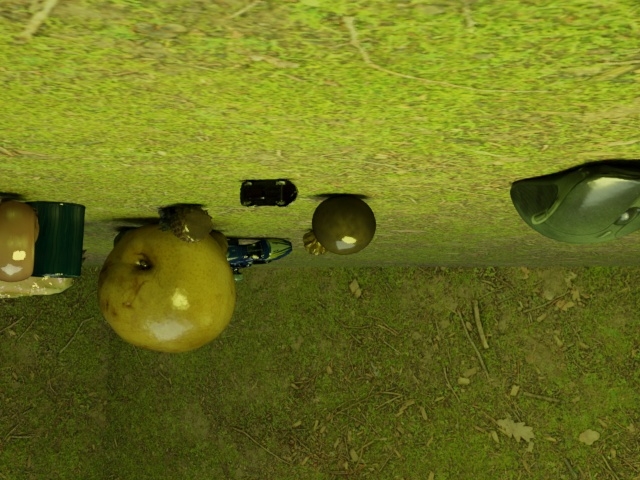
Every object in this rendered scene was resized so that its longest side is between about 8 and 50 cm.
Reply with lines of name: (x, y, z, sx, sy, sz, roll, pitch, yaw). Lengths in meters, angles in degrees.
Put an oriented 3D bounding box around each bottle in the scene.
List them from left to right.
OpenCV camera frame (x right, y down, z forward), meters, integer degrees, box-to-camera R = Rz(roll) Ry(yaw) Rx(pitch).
bottle: (-0.635, -0.012, 1.485, 0.297, 0.173, 0.206, 1, -153, -18)

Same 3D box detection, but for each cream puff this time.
cream puff: (0.000, 0.000, 2.044, 0.083, 0.083, 0.058, 13, 128, -11)

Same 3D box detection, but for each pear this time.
pear: (-0.336, 0.104, 1.915, 0.315, 0.314, 0.314, 1, 175, 0)

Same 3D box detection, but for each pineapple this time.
pineapple: (-0.262, -0.033, 1.645, 0.074, 0.074, 0.159, 4, -177, -31)

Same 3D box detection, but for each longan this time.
longan: (0.039, -0.031, 1.430, 0.106, 0.106, 0.119, 1, -143, 8)

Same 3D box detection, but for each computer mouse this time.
computer mouse: (0.373, -0.047, 1.138, 0.167, 0.090, 0.379, 1, 174, -10)

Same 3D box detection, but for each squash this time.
squash: (-0.477, 0.016, 2.188, 0.094, 0.094, 0.224, 3, 180, -19)

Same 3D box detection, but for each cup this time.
cup: (-0.520, 0.002, 1.674, 0.114, 0.138, 0.150, 5, 174, -39)

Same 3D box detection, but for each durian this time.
durian: (-0.653, 0.020, 1.969, 0.305, 0.185, 0.196, 14, 142, -39)

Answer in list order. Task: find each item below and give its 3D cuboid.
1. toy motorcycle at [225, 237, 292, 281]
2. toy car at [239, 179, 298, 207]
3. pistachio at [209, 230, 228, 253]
toy motorcycle: (-0.235, 0.042, 2.307, 0.316, 0.113, 0.169, -7, 168, -14)
toy car: (-0.075, -0.068, 1.275, 0.093, 0.041, 0.025, 1, 179, 20)
pistachio: (-0.318, 0.025, 2.111, 0.189, 0.110, 0.100, 3, 148, -27)
